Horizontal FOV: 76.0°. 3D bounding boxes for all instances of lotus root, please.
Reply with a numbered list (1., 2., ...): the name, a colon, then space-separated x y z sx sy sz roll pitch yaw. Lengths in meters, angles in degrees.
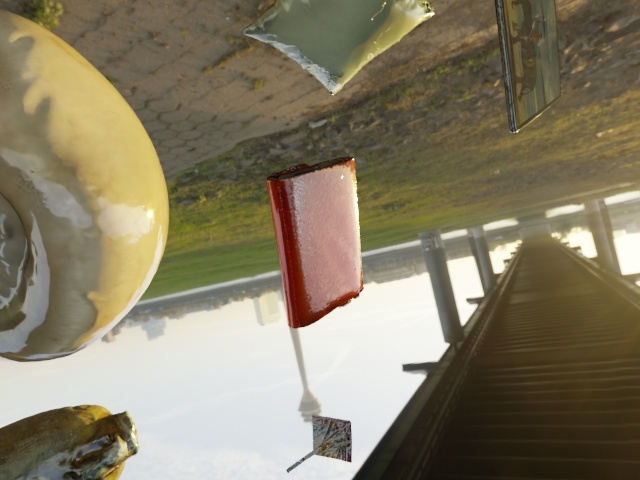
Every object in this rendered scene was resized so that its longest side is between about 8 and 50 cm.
1. lotus root: -0.470 0.370 0.638 0.350 0.174 0.175 -10 176 -25

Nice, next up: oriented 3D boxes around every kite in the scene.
1. kite: -0.004 0.169 0.344 0.078 0.044 0.002 -23 173 24

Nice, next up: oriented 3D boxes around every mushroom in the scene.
1. mushroom: -0.284 -0.018 0.311 0.298 0.297 0.290 -13 -159 19

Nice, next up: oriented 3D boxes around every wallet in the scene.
1. wallet: 0.000 0.000 0.546 0.142 0.204 0.045 -25 -152 -39

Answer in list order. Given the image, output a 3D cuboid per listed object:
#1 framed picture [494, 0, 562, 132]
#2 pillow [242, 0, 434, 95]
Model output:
1. framed picture: 0.408 -0.375 0.785 0.016 0.264 0.347 1 -155 42
2. pillow: 0.050 -0.458 0.842 0.310 0.119 0.313 -28 158 30
